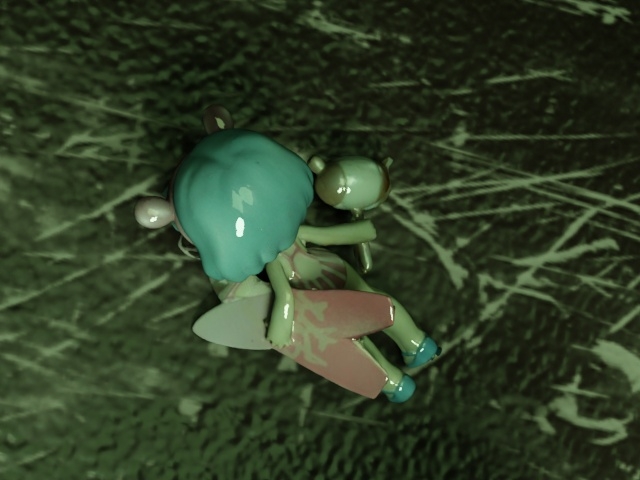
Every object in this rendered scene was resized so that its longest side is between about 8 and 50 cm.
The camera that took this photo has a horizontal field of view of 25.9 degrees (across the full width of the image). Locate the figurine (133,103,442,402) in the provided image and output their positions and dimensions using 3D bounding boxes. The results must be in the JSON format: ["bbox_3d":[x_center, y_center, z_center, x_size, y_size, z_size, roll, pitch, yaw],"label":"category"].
[{"bbox_3d":[0.002,0.004,1.028,0.260,0.103,0.205,44,71,-18],"label":"figurine"}]
